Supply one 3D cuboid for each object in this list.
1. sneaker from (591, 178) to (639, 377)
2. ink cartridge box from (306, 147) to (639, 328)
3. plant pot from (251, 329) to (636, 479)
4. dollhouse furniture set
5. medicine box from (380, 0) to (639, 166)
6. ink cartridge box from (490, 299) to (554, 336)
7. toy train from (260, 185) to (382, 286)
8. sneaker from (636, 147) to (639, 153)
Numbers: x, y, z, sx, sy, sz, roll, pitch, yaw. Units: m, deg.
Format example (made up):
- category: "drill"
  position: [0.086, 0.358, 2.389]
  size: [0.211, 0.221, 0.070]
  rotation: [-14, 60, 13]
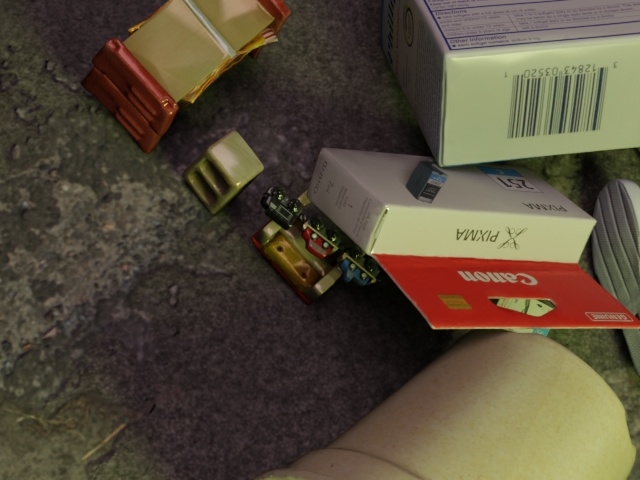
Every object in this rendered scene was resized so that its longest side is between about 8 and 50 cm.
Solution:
- category: "sneaker"
  position: [0.380, 0.051, 1.695]
  size: [0.091, 0.094, 0.258]
  rotation: [3, 64, -30]
- category: "ink cartridge box"
  position: [0.173, -0.003, 1.572]
  size: [0.296, 0.066, 0.261]
  rotation: [2, 29, -35]
- category: "plant pot"
  position: [0.139, 0.256, 1.458]
  size: [0.334, 0.334, 0.305]
  rotation: [38, 55, 11]
- category: "dollhouse furniture set"
  position: [-0.073, -0.124, 1.707]
  size: [0.201, 0.152, 0.374]
  rotation: [-42, 93, -22]
- category: "medicine box"
  position: [0.227, -0.232, 1.707]
  size: [0.263, 0.149, 0.289]
  rotation: [-7, 37, -9]
- category: "ink cartridge box"
  position: [0.219, 0.084, 1.682]
  size: [0.083, 0.028, 0.048]
  rotation: [27, 65, 7]
- category: "toy train"
  position: [0.000, 0.000, 1.604]
  size: [0.158, 0.027, 0.036]
  rotation: [38, 72, -7]
- category: "sneaker"
  position: [0.478, -0.108, 1.760]
  size: [0.169, 0.108, 0.292]
  rotation: [-19, 67, -11]
